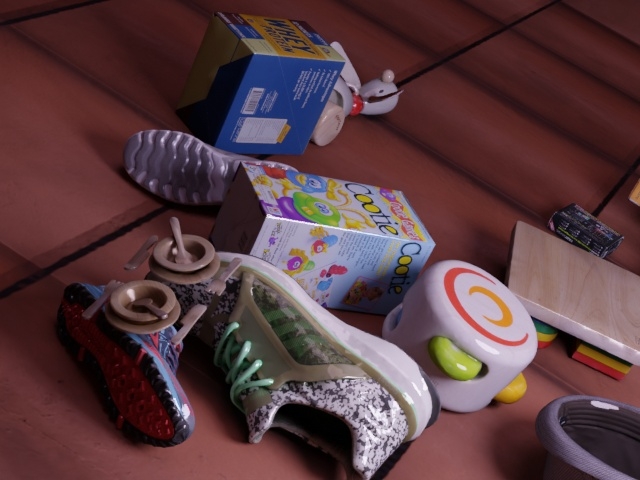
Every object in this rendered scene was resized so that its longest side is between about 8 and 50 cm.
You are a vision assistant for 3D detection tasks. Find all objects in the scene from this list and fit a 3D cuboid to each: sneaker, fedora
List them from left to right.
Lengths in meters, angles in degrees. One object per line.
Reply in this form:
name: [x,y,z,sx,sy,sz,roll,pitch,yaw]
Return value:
sneaker: [-0.203,0.134,1.427,0.125,0.104,0.262,-1,39,-43]
sneaker: [-0.171,-0.094,1.867,0.281,0.105,0.115,16,-4,-8]
sneaker: [-0.061,0.156,1.480,0.410,0.158,0.182,27,44,12]
fedora: [0.400,0.313,1.571,0.275,0.124,0.244,22,21,21]

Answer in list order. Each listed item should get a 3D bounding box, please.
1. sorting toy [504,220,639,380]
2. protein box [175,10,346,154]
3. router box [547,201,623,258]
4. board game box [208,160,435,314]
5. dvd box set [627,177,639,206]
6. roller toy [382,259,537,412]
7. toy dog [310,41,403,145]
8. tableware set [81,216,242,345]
sorting toy: [0.408,0.108,1.963,0.255,0.089,0.257,25,29,0]
protein box: [-0.103,-0.264,2.055,0.201,0.199,0.136,-3,40,-42]
router box: [0.504,-0.017,2.294,0.122,0.038,0.092,38,32,20]
board game box: [0.000,0.000,1.763,0.275,0.144,0.142,9,32,-28]
dvd box set: [0.834,0.002,2.405,0.420,0.062,0.308,34,15,21]
roller toy: [0.192,0.137,1.686,0.209,0.146,0.191,8,42,-39]
toy dog: [0.041,-0.301,2.269,0.220,0.161,0.333,29,29,6]
tableware set: [-0.184,0.043,1.422,0.128,0.039,0.194,14,35,15]
